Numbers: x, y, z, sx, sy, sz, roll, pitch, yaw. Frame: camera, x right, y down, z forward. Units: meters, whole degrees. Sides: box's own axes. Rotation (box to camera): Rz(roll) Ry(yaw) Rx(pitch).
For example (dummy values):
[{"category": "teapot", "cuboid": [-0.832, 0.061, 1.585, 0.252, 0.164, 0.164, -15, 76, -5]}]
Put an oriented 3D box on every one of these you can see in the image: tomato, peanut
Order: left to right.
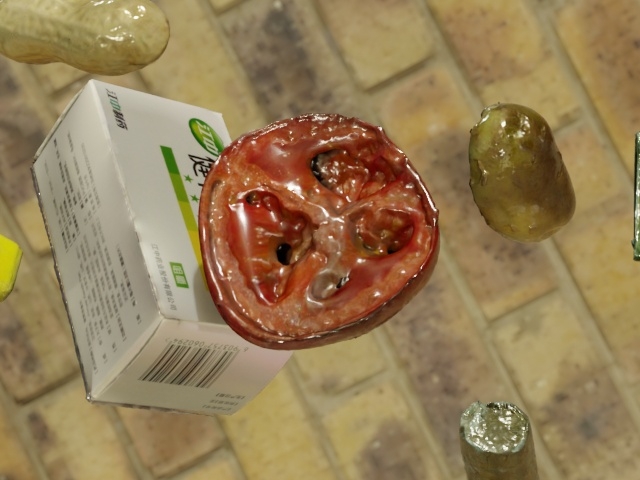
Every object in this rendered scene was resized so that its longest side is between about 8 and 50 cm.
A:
[{"category": "peanut", "cuboid": [-0.319, -0.285, 1.950, 0.111, 0.274, 0.125, 57, 48, -60]}, {"category": "tomato", "cuboid": [0.000, 0.003, 1.342, 0.101, 0.228, 0.228, 59, 6, -66]}]

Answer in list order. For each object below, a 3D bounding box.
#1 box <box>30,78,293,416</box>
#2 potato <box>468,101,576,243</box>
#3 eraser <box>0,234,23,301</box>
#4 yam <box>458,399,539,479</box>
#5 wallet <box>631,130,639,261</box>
[{"category": "box", "cuboid": [-0.164, 0.004, 1.492, 0.173, 0.145, 0.333, 13, 42, -39]}, {"category": "potato", "cuboid": [0.276, -0.088, 1.906, 0.081, 0.164, 0.200, 3, -44, 44]}, {"category": "eraser", "cuboid": [-0.385, 0.007, 1.245, 0.226, 0.158, 0.069, 33, 42, -31]}, {"category": "yam", "cuboid": [0.225, 0.287, 1.802, 0.259, 0.093, 0.093, 73, -4, -51]}, {"category": "wallet", "cuboid": [0.438, -0.032, 1.501, 0.055, 0.236, 0.160, 85, 12, -56]}]
